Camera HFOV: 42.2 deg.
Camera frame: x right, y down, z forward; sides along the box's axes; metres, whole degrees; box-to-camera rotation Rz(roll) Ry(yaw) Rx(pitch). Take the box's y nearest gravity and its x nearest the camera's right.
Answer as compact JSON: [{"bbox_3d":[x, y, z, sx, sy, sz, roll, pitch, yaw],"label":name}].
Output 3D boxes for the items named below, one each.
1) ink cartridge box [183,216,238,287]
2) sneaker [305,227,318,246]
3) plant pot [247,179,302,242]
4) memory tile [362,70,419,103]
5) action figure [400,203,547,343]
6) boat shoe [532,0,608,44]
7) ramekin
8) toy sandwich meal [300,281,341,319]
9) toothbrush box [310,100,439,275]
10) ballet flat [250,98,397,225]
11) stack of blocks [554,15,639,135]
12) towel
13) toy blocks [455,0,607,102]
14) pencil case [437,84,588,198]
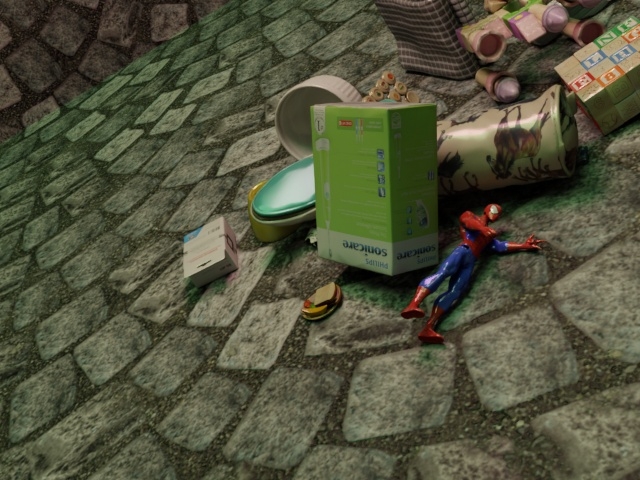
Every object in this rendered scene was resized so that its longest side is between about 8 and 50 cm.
[{"bbox_3d":[-0.239,0.034,1.801,0.104,0.060,0.180,-26,31,8],"label":"ink cartridge box"},{"bbox_3d":[0.000,0.000,1.674,0.037,0.032,0.083,-56,31,-13],"label":"sneaker"},{"bbox_3d":[-0.106,-0.075,1.807,0.134,0.095,0.134,-23,31,15],"label":"plant pot"},{"bbox_3d":[0.164,-0.320,1.910,0.012,0.113,0.148,-38,14,50],"label":"memory tile"},{"bbox_3d":[0.254,0.036,1.331,0.139,0.091,0.280,-7,39,46],"label":"action figure"},{"bbox_3d":[0.559,-0.534,1.890,0.226,0.083,0.076,-32,31,0],"label":"boat shoe"},{"bbox_3d":[0.010,-0.278,1.903,0.207,0.207,0.109,-11,26,31],"label":"ramekin"},{"bbox_3d":[-0.001,0.110,1.508,0.085,0.029,0.086,-23,31,15],"label":"toy sandwich meal"},{"bbox_3d":[0.094,-0.099,1.463,0.122,0.283,0.206,-11,14,-37],"label":"toothbrush box"},{"bbox_3d":[0.037,-0.136,1.744,0.400,0.139,0.139,-39,31,-11],"label":"ballet flat"},{"bbox_3d":[0.601,-0.341,1.520,0.297,0.087,0.171,-34,28,16],"label":"stack of blocks"},{"bbox_3d":[0.257,-0.510,1.982,0.121,0.235,0.283,-44,32,-10],"label":"towel"},{"bbox_3d":[0.421,-0.467,1.692,0.288,0.309,0.260,-30,24,3],"label":"toy blocks"},{"bbox_3d":[0.273,-0.166,1.538,0.410,0.160,0.183,-10,19,33],"label":"pencil case"}]
